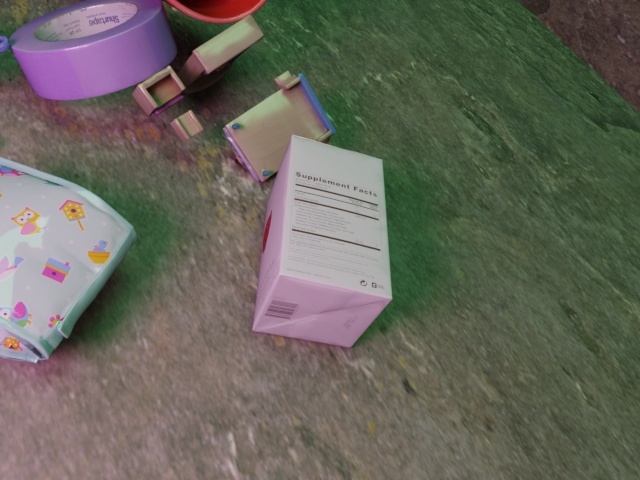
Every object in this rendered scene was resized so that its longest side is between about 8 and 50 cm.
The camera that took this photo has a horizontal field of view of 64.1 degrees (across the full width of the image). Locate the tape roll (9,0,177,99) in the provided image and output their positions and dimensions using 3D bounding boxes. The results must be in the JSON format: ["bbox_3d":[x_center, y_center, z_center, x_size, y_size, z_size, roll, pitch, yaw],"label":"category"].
[{"bbox_3d":[-0.412,-0.364,0.944,0.274,0.090,0.275,-5,42,5],"label":"tape roll"}]

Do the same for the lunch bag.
[{"bbox_3d":[-0.411,0.022,0.680,0.262,0.160,0.224,22,48,1],"label":"lunch bag"}]

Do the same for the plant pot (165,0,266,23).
[{"bbox_3d":[-0.247,-0.565,0.987,0.274,0.275,0.243,-12,27,-30],"label":"plant pot"}]

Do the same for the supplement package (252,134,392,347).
[{"bbox_3d":[0.000,0.000,0.861,0.175,0.178,0.293,13,50,-14],"label":"supplement package"}]

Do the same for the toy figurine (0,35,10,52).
[{"bbox_3d":[-0.617,-0.320,0.798,0.217,0.191,0.363,1,48,-14],"label":"toy figurine"}]

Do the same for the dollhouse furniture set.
[{"bbox_3d":[-0.174,-0.237,1.047,0.286,0.198,0.303,-41,108,-18],"label":"dollhouse furniture set"}]
